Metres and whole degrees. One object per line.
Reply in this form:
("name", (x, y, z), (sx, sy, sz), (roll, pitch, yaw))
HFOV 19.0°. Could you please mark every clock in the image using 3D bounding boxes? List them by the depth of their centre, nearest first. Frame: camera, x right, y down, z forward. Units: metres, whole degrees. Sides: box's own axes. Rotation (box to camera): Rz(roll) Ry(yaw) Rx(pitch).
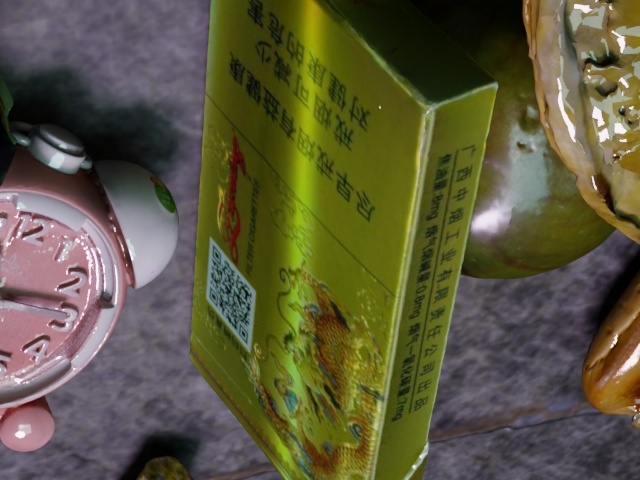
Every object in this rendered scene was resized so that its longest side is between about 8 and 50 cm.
("clock", (-0.169, 0.007, 0.955), (0.166, 0.093, 0.162), (22, 113, -33))

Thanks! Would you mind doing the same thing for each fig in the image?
("fig", (0.124, -0.062, 0.996), (0.259, 0.151, 0.151), (-11, 144, -52))

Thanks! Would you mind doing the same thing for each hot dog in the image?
("hot dog", (0.242, 0.014, 1.126), (0.100, 0.068, 0.249), (20, 122, -23))

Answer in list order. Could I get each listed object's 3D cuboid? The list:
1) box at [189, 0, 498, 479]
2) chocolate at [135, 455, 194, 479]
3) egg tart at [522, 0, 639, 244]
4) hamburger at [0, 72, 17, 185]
("box", (0.000, 0.000, 0.942), (0.043, 0.173, 0.311), (-21, 139, -27))
("chocolate", (-0.137, 0.221, 1.186), (0.086, 0.085, 0.219), (11, 126, -29))
("egg tart", (0.216, -0.124, 0.863), (0.295, 0.116, 0.295), (-17, 115, -41))
("hamburger", (-0.228, -0.027, 0.820), (0.214, 0.125, 0.235), (-30, 97, 13))
